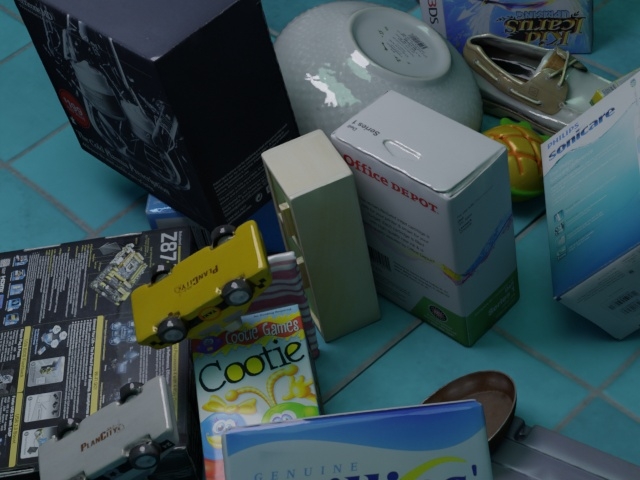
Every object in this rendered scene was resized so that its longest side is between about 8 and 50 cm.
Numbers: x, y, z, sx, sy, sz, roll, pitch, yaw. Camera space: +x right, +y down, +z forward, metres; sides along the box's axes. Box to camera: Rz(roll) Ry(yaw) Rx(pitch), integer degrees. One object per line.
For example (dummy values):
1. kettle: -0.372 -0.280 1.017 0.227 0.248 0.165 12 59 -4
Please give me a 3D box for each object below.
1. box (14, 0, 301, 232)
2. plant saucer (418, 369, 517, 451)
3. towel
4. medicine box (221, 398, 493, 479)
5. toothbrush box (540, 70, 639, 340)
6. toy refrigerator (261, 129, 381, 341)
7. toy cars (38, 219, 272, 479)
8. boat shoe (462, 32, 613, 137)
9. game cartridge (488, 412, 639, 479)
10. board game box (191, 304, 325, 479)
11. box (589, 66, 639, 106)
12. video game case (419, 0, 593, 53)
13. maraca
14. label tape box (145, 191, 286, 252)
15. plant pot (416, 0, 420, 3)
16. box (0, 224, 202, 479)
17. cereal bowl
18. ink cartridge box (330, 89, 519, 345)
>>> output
1. box: -0.218 -0.225 1.764 0.179 0.312 0.343 -40 48 -23
2. plant saucer: 0.166 0.222 1.546 0.168 0.029 0.168 -32 21 14
3. towel: -0.083 0.100 1.647 0.144 0.197 0.029 -16 45 -3
4. medicine box: 0.048 0.319 1.317 0.263 0.149 0.289 -7 81 2
5. toothbrush box: 0.408 -0.056 1.671 0.216 0.126 0.295 -39 32 34
6. toy refrigerator: 0.000 0.000 1.677 0.094 0.269 0.102 -23 46 -10
7. toy cars: -0.177 0.152 1.510 0.176 0.087 0.393 19 74 44
8. boat shoe: 0.343 -0.229 1.945 0.302 0.103 0.113 16 49 25
9. game cartridge: 0.306 0.344 1.417 0.355 0.068 0.230 20 57 30
10. board game box: -0.063 0.233 1.549 0.144 0.142 0.275 -13 44 0
11. box: 0.477 -0.156 1.847 0.105 0.043 0.179 -28 74 -15
12. video game case: 0.287 -0.401 2.031 0.269 0.244 0.061 1 47 14
13. maraca: 0.280 -0.119 1.858 0.127 0.099 0.185 36 40 7
14. label tape box: -0.109 -0.134 1.951 0.249 0.115 0.347 -5 43 9
15. plant pot: 0.285 -0.567 2.173 0.323 0.280 0.323 -6 46 7
16. box: -0.317 0.162 1.713 0.318 0.097 0.395 -11 44 5
17. cereal bowl: 0.088 -0.235 1.887 0.339 0.141 0.339 13 44 -13
18. ink cartridge box: 0.138 -0.028 1.668 0.201 0.278 0.117 31 59 35
